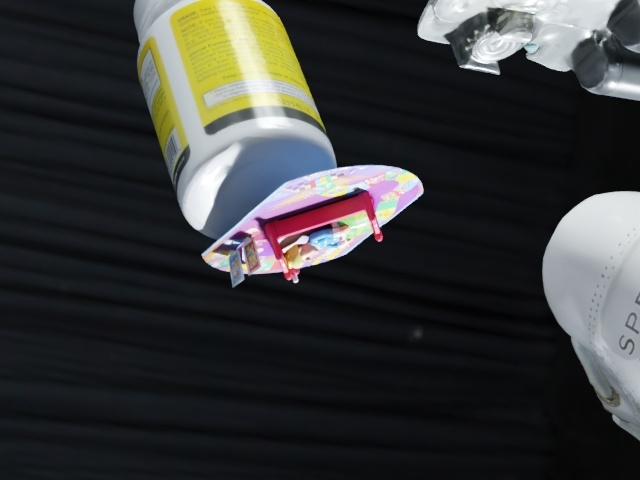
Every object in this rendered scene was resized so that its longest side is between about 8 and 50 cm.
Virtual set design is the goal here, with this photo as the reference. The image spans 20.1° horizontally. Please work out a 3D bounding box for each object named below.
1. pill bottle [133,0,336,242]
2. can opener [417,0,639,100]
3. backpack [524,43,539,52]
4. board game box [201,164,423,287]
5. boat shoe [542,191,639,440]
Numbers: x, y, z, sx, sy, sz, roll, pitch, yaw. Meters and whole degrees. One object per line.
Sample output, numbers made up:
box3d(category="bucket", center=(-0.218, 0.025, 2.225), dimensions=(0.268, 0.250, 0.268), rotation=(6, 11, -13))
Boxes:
box3d(category="pill bottle", center=(-0.071, -0.111, 1.354), dimensions=(0.119, 0.119, 0.208), rotation=(-60, -143, 39))
box3d(category="can opener", center=(0.173, -0.135, 1.038), dimensions=(0.076, 0.283, 0.095), rotation=(-47, -132, 43))
box3d(category="backpack", center=(0.206, -0.259, 1.442), dimensions=(0.253, 0.225, 0.191), rotation=(-5, -70, 38))
box3d(category="board game box", center=(0.000, 0.000, 1.313), dimensions=(0.168, 0.133, 0.033), rotation=(-38, -120, 43))
box3d(category="boat shoe", center=(0.136, 0.028, 0.618), dimensions=(0.098, 0.096, 0.277), rotation=(-59, 159, -2))
